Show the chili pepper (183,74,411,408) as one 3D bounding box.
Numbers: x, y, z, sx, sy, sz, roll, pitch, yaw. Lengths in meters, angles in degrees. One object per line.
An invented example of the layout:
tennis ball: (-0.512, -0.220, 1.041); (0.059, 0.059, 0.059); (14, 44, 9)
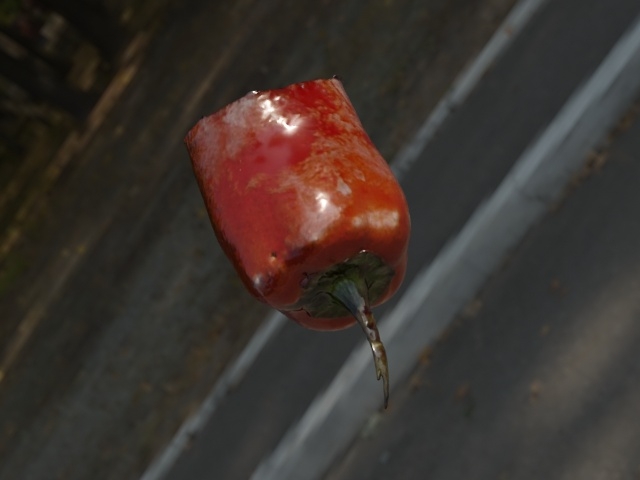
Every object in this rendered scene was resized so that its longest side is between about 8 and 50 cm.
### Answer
chili pepper: (0.000, 0.000, 0.893); (0.086, 0.084, 0.192); (-51, 49, 36)
